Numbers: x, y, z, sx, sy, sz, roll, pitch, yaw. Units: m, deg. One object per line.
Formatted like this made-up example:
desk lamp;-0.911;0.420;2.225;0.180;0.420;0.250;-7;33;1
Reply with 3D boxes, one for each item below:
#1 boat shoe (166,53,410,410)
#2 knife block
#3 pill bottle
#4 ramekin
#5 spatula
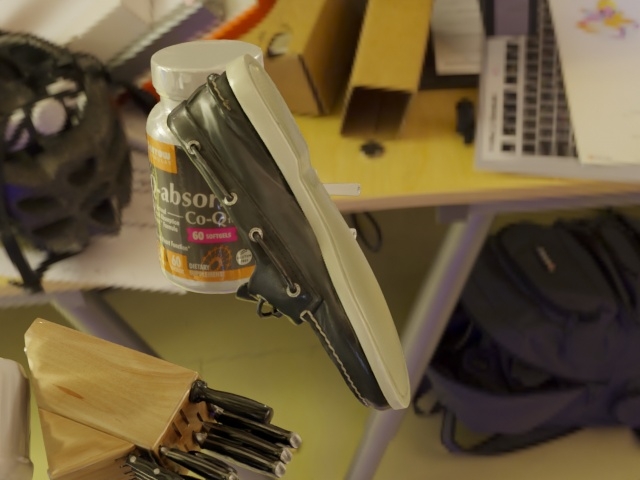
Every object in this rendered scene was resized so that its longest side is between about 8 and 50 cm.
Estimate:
boat shoe;-0.033;0.010;1.125;0.113;0.340;0.127;-26;6;12
knife block;-0.161;0.169;1.299;0.242;0.088;0.276;-21;49;-3
pill bottle;-0.126;-0.090;1.528;0.162;0.279;0.162;-3;24;1
ramekin;-0.427;0.179;1.324;0.272;0.273;0.127;4;78;11
spatula;0.000;0.000;1.512;0.019;0.242;0.168;2;92;20
